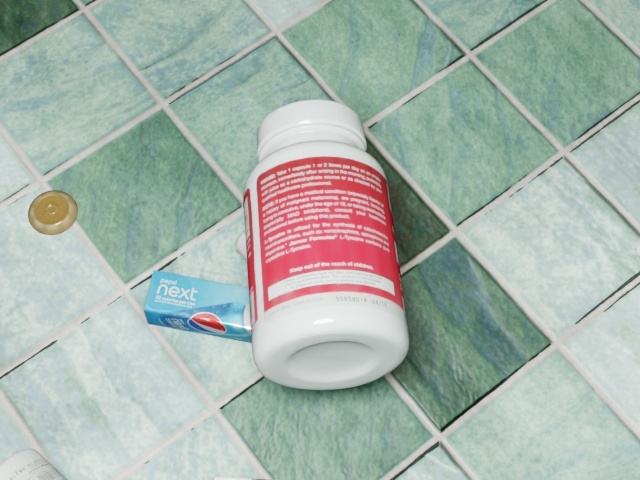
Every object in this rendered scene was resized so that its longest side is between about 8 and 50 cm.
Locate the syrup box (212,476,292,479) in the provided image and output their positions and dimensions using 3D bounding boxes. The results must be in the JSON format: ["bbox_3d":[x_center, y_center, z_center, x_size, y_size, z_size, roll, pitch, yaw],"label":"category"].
[{"bbox_3d":[-0.043,0.405,1.634,0.236,0.096,0.093,3,66,-1],"label":"syrup box"}]

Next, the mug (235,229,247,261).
[{"bbox_3d":[-0.101,0.013,1.836,0.064,0.078,0.062,38,103,23],"label":"mug"}]

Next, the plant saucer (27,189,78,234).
[{"bbox_3d":[-0.448,-0.050,1.867,0.083,0.015,0.083,1,66,-1],"label":"plant saucer"}]

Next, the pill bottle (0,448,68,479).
[{"bbox_3d":[-0.379,0.418,1.598,0.229,0.131,0.131,39,70,14],"label":"pill bottle"}]

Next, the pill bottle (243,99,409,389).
[{"bbox_3d":[0.000,0.000,1.695,0.229,0.229,0.408,-3,60,-3],"label":"pill bottle"}]

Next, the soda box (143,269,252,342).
[{"bbox_3d":[-0.169,0.109,1.777,0.210,0.067,0.071,10,66,3],"label":"soda box"}]
